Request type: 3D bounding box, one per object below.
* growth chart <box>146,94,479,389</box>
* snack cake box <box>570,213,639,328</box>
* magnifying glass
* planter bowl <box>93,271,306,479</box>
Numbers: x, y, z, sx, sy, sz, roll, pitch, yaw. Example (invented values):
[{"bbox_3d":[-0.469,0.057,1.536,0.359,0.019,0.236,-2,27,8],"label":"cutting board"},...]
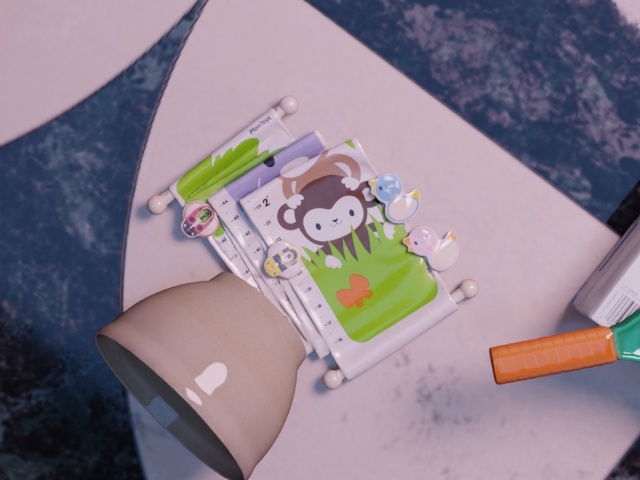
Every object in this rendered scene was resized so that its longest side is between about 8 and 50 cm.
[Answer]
[{"bbox_3d":[0.000,0.000,1.087,0.172,0.021,0.237,-42,94,3],"label":"growth chart"},{"bbox_3d":[0.351,0.074,1.052,0.264,0.089,0.152,38,94,-2],"label":"snack cake box"},{"bbox_3d":[0.242,0.072,1.000,0.231,0.026,0.092,-11,95,1],"label":"magnifying glass"},{"bbox_3d":[-0.081,0.094,1.039,0.162,0.162,0.109,46,70,-3],"label":"planter bowl"}]
